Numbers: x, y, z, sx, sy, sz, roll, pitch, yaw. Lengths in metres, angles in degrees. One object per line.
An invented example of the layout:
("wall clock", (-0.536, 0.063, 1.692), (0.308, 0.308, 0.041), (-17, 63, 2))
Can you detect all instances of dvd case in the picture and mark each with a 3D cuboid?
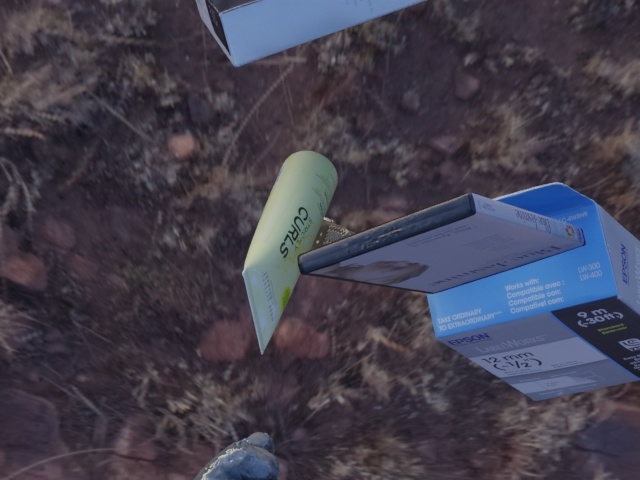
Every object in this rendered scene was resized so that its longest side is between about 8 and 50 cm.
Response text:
("dvd case", (0.120, 0.009, 1.139), (0.180, 0.253, 0.022), (-21, 73, 30))

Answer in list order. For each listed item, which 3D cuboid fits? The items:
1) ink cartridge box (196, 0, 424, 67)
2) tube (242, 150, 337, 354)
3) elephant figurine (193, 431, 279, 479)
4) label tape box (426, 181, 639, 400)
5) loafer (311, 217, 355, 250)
("ink cartridge box", (0.043, -0.277, 1.231), (0.332, 0.165, 0.065), (-20, 119, -8))
("tube", (-0.034, 0.000, 1.169), (0.070, 0.240, 0.062), (40, 124, -13))
("elephant figurine", (-0.036, 0.314, 1.153), (0.186, 0.169, 0.239), (-42, 79, 2))
("label tape box", (0.274, 0.072, 1.467), (0.249, 0.347, 0.115), (-17, 56, 37))
("loafer", (0.000, 0.000, 1.429), (0.050, 0.148, 0.056), (32, 88, -38))
